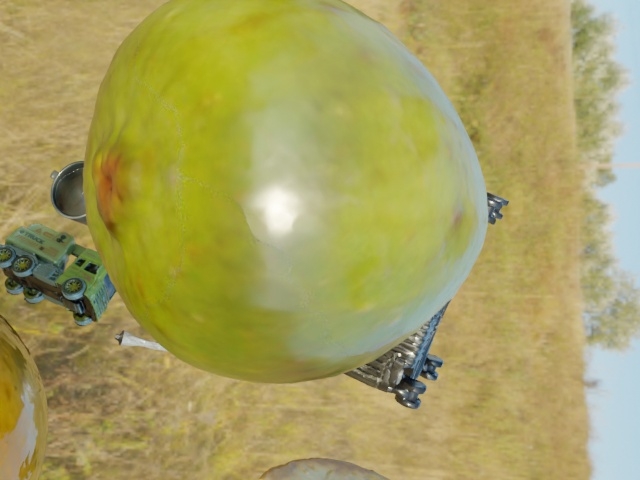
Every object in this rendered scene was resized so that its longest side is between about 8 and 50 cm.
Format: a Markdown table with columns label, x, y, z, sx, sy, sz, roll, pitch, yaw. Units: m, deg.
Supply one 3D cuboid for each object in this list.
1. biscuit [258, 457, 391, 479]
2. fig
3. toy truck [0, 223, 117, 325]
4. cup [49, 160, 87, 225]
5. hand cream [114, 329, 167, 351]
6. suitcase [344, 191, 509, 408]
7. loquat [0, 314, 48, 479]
| label | x | y | z | sx | sy | sz | roll | pitch | yaw |
| --- | --- | --- | --- | --- | --- | --- | --- | --- | --- |
| biscuit | 0.069 | 0.417 | 1.186 | 0.204 | 0.309 | 0.040 | -13 | 122 | -65 |
| fig | -0.002 | -0.028 | 0.545 | 0.326 | 0.258 | 0.258 | 11 | 76 | -45 |
| toy truck | -0.350 | 0.035 | 1.035 | 0.077 | 0.169 | 0.100 | 91 | 24 | -51 |
| cup | -0.309 | -0.061 | 1.020 | 0.078 | 0.100 | 0.077 | -57 | 162 | -6 |
| hand cream | -0.205 | 0.126 | 0.943 | 0.030 | 0.093 | 0.019 | -7 | -110 | 61 |
| suitcase | 0.000 | 0.000 | 0.829 | 0.229 | 0.335 | 0.152 | -69 | 167 | 9 |
| loquat | -0.331 | 0.141 | 0.560 | 0.263 | 0.263 | 0.263 | 0 | 90 | -79 |
